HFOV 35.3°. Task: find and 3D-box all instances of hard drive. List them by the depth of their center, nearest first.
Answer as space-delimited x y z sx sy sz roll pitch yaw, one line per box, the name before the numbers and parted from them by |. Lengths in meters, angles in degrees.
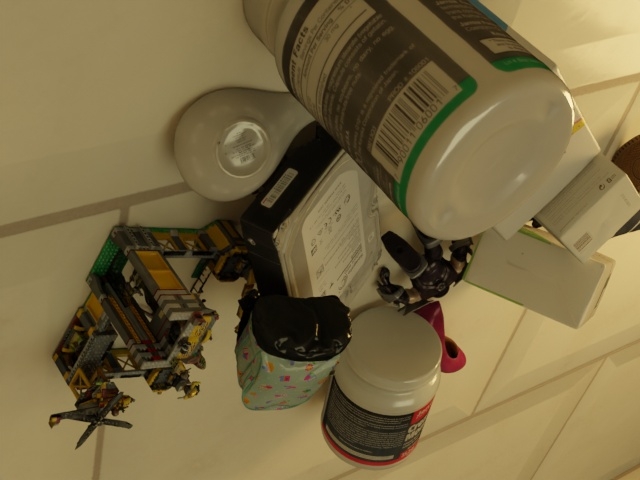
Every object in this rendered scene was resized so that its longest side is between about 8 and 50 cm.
hard drive | 0.000 0.000 1.413 0.237 0.064 0.339 -53 155 -28

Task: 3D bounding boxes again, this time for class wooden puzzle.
wooden puzzle | -0.063 -0.091 1.374 0.083 0.006 0.049 -37 147 -4

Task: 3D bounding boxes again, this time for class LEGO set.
LEGO set | -0.200 0.136 1.339 0.255 0.192 0.331 13 121 -52

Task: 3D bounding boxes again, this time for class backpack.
backpack | -0.051 0.148 1.332 0.152 0.115 0.182 10 145 -18

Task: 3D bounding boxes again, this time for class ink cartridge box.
ink cartridge box | 0.228 -0.166 1.398 0.197 0.198 0.270 -45 148 6
ink cartridge box | 0.393 0.051 1.755 0.119 0.207 0.353 -69 162 7

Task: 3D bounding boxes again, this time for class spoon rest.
spoon rest | -0.053 -0.140 1.250 0.276 0.084 0.137 -22 112 -19

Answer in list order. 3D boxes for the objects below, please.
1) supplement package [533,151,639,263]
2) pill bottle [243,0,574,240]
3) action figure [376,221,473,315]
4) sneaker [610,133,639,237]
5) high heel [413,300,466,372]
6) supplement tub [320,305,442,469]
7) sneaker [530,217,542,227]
supplement package | 0.354 -0.106 1.553 0.134 0.244 0.139 -46 146 8
pill bottle | 0.079 -0.186 1.073 0.204 0.361 0.204 -26 145 -20
action figure | 0.176 0.032 1.686 0.185 0.099 0.285 -44 155 -6
sneaker | 0.631 -0.112 1.957 0.153 0.099 0.282 -10 144 -31
high heel | 0.244 0.183 1.947 0.117 0.082 0.244 -40 136 20
supplement tub | 0.109 0.269 1.811 0.191 0.191 0.272 -20 143 -27
sneaker | 0.403 -0.076 1.777 0.135 0.097 0.276 -44 145 6
